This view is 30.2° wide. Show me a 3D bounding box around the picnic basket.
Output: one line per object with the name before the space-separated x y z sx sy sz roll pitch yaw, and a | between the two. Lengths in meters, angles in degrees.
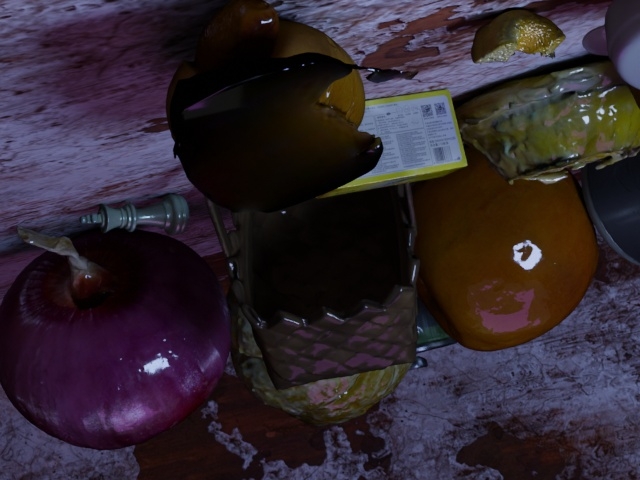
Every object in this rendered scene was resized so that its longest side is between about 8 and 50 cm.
picnic basket | 0.000 0.000 1.529 0.254 0.291 0.321 -10 132 3

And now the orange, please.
orange | -0.020 0.185 1.932 0.271 0.210 0.368 8 164 40

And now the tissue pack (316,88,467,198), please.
tissue pack | 0.071 -0.111 1.362 0.176 0.095 0.062 -12 176 -24

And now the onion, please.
onion | -0.305 0.127 1.768 0.358 0.358 0.345 -11 152 -28

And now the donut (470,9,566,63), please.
donut | 0.184 -0.182 1.081 0.083 0.067 0.038 21 147 -11

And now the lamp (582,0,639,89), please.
lamp | 0.346 -0.202 1.010 0.179 0.108 0.246 2 168 -18

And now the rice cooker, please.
rice cooker | 0.563 -0.106 1.755 0.288 0.288 0.277 -10 173 -34

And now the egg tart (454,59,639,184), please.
egg tart | 0.313 -0.145 1.497 0.315 0.120 0.315 -14 176 -1

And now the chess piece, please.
chess piece | -0.259 -0.033 1.627 0.149 0.059 0.059 -3 171 -28

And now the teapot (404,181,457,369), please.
teapot | 0.115 0.075 2.157 0.200 0.337 0.270 -18 172 39

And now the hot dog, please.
hot dog | -0.037 -0.123 0.947 0.194 0.107 0.326 -22 167 -8

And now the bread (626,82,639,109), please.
bread | 0.479 -0.177 1.232 0.194 0.179 0.340 -11 175 -35

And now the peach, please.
peach | 0.287 0.000 1.885 0.301 0.343 0.343 -32 177 -6
